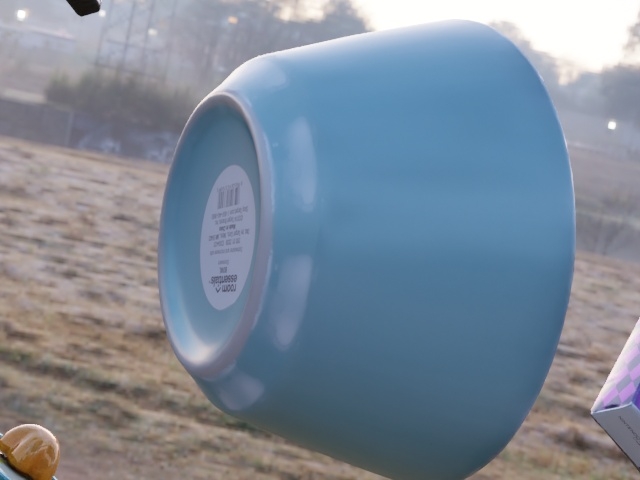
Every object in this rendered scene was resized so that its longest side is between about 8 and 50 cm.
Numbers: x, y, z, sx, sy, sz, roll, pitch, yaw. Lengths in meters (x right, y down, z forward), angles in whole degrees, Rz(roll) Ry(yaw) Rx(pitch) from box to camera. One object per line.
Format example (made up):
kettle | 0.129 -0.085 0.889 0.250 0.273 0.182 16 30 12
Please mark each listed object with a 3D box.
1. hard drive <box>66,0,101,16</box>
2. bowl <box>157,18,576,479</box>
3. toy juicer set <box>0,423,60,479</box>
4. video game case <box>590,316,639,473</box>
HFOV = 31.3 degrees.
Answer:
hard drive | -0.201 -0.251 0.868 0.022 0.135 0.094 -15 -19 6
bowl | 0.000 0.000 0.732 0.163 0.311 0.311 6 8 -26
toy juicer set | -0.250 0.171 0.855 0.329 0.089 0.209 37 -8 26
video game case | 0.301 0.105 0.779 0.210 0.232 0.042 48 -36 -11
